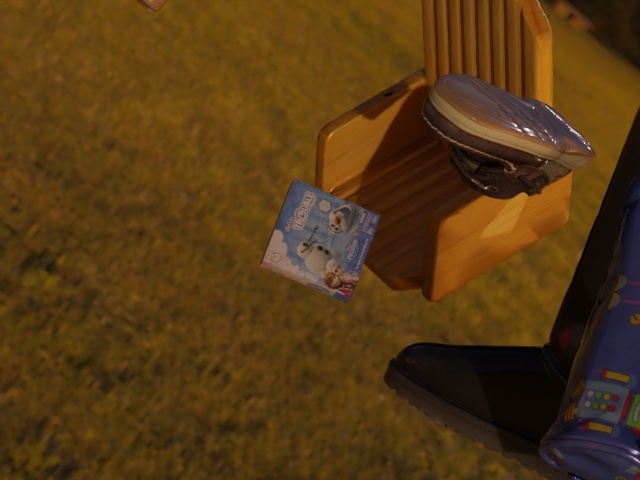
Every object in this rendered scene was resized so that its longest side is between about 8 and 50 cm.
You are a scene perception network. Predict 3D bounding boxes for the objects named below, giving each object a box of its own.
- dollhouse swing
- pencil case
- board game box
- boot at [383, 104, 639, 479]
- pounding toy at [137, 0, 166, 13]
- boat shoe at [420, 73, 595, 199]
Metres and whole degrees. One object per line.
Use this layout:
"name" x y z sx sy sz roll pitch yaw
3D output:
"dollhouse swing" 0.139 -0.166 2.084 0.347 0.315 0.305 44 -20 52
"pencil case" 0.290 0.081 1.360 0.119 0.306 0.133 23 -26 1
"board game box" 0.000 0.000 1.428 0.090 0.090 0.020 22 -24 -6
"boot" 0.307 0.041 1.785 0.367 0.445 0.146 25 9 30
"pounding toy" -0.181 -0.303 1.465 0.206 0.094 0.181 46 0 32
"boat shoe" 0.166 -0.084 1.417 0.103 0.092 0.285 46 19 22
